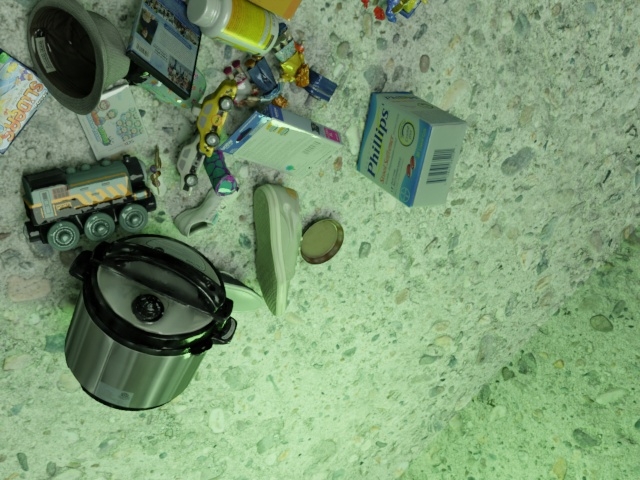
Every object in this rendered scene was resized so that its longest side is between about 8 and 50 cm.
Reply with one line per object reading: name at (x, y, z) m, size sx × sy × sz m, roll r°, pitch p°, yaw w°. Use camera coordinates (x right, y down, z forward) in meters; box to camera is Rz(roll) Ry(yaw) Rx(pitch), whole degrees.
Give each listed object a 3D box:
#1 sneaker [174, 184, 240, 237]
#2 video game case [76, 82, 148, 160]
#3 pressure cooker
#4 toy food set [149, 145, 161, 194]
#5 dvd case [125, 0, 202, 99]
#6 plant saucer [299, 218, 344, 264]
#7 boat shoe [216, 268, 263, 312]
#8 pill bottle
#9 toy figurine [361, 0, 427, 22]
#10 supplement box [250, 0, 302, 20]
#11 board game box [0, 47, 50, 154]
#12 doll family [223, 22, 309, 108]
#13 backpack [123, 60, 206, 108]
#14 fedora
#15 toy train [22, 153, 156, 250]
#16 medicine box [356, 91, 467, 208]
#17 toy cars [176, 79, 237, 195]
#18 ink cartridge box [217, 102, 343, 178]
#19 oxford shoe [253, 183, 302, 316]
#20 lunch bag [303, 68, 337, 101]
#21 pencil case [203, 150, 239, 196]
sneaker at (-0.304, -0.079, 1.982) m, size 0.212 × 0.094 × 0.080 m, roll -39°, pitch 132°, yaw -8°
video game case at (-0.517, -0.293, 1.746) m, size 0.143 × 0.019 × 0.157 m, roll -28°, pitch 130°, yaw -18°
pressure cooker at (-0.437, 0.193, 1.814) m, size 0.370 × 0.375 × 0.420 m, roll -7°, pitch 142°, yaw -38°
toy food set at (-0.428, -0.179, 1.829) m, size 0.019 × 0.122 × 0.078 m, roll -3°, pitch 137°, yaw -4°
dvd case at (-0.352, -0.470, 1.624) m, size 0.022 × 0.253 × 0.180 m, roll -17°, pitch 145°, yaw 32°
plant saucer at (0.000, 0.000, 2.288) m, size 0.168 × 0.029 × 0.168 m, roll -18°, pitch 128°, yaw -24°
boat shoe at (-0.297, 0.138, 2.128) m, size 0.114 × 0.091 × 0.302 m, roll -39°, pitch 138°, yaw 20°
pill bottle at (-0.214, -0.536, 1.719) m, size 0.215 × 0.117 × 0.117 m, roll 9°, pitch 112°, yaw -46°
toy figurine at (0.240, -0.735, 1.944) m, size 0.362 × 0.191 × 0.217 m, roll -54°, pitch 164°, yaw -3°
supplement box at (-0.159, -0.624, 1.701) m, size 0.233 × 0.080 × 0.078 m, roll 18°, pitch 124°, yaw -30°
board game box at (-0.717, -0.310, 1.585) m, size 0.201 × 0.035 × 0.136 m, roll -51°, pitch 133°, yaw 4°
doll family at (-0.119, -0.434, 1.863) m, size 0.263 × 0.118 × 0.163 m, roll -40°, pitch 133°, yaw -7°
backpack at (-0.370, -0.398, 1.716) m, size 0.152 × 0.115 × 0.182 m, roll -53°, pitch 136°, yaw 1°
fedora at (-0.512, -0.411, 1.535) m, size 0.124 × 0.275 × 0.243 m, roll -28°, pitch 142°, yaw -48°
toy train at (-0.577, -0.099, 1.757) m, size 0.334 × 0.142 × 0.190 m, roll -17°, pitch 118°, yaw -26°
medicine box at (0.266, -0.276, 2.114) m, size 0.149 × 0.289 × 0.263 m, roll -9°, pitch 123°, yaw -33°
toy cars at (-0.307, -0.264, 1.778) m, size 0.087 × 0.176 × 0.393 m, roll 20°, pitch 150°, yaw -16°
ink cartridge box at (-0.112, -0.277, 1.954) m, size 0.311 × 0.065 × 0.186 m, roll 13°, pitch 143°, yaw -41°
oxford shoe at (-0.118, 0.034, 2.142) m, size 0.130 × 0.169 × 0.449 m, roll -15°, pitch 121°, yaw -29°
lunch bag at (-0.004, -0.431, 1.980) m, size 0.098 × 0.067 × 0.065 m, roll 20°, pitch 106°, yaw -42°
pencil case at (-0.270, -0.181, 1.899) m, size 0.064 × 0.151 × 0.070 m, roll 22°, pitch 114°, yaw -38°
